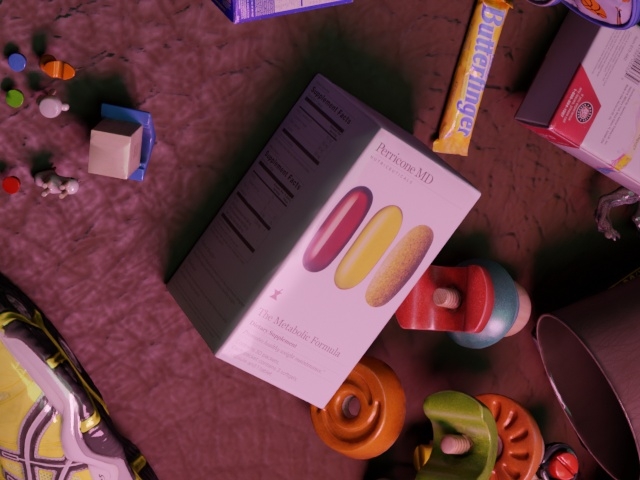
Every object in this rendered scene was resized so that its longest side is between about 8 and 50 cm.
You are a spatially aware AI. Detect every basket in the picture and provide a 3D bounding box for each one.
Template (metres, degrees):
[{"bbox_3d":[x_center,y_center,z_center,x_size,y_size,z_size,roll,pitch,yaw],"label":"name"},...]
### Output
[{"bbox_3d":[0.358,0.104,1.653,0.227,0.154,0.204,-31,113,-14],"label":"basket"}]

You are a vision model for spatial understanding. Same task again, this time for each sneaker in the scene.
[{"bbox_3d":[-0.245,0.193,1.443,0.147,0.145,0.384,-29,118,-4],"label":"sneaker"}]

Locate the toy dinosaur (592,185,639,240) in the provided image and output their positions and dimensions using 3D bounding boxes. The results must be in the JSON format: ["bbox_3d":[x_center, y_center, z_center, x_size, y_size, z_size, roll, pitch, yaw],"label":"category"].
[{"bbox_3d":[0.321,-0.060,1.651,0.268,0.064,0.118,7,102,-26],"label":"toy dinosaur"}]

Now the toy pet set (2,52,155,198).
[{"bbox_3d":[-0.200,-0.097,1.379,0.114,0.065,0.122,11,112,7],"label":"toy pet set"}]

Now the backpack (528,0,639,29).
[{"bbox_3d":[0.221,-0.304,1.351,0.213,0.276,0.263,-31,132,-3],"label":"backpack"}]

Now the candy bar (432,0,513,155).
[{"bbox_3d":[0.141,-0.155,1.531,0.040,0.018,0.161,3,115,-28],"label":"candy bar"}]

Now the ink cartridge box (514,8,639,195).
[{"bbox_3d":[0.291,-0.125,1.556,0.175,0.072,0.127,29,88,-25],"label":"ink cartridge box"}]

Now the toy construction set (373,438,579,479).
[{"bbox_3d":[0.169,0.311,1.715,0.328,0.151,0.215,6,87,-39],"label":"toy construction set"}]

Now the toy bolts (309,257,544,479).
[{"bbox_3d":[0.125,0.128,1.616,0.158,0.218,0.228,11,88,-56],"label":"toy bolts"}]

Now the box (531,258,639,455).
[{"bbox_3d":[0.337,0.121,1.765,0.184,0.045,0.190,-35,125,-9],"label":"box"}]

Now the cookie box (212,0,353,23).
[{"bbox_3d":[-0.039,-0.221,1.358,0.107,0.092,0.040,-14,125,-21],"label":"cookie box"}]

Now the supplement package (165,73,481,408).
[{"bbox_3d":[0.000,0.000,1.471,0.139,0.134,0.244,29,100,-36],"label":"supplement package"}]
